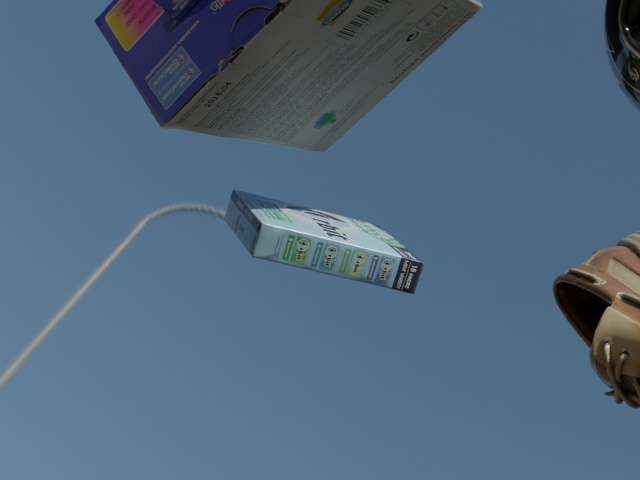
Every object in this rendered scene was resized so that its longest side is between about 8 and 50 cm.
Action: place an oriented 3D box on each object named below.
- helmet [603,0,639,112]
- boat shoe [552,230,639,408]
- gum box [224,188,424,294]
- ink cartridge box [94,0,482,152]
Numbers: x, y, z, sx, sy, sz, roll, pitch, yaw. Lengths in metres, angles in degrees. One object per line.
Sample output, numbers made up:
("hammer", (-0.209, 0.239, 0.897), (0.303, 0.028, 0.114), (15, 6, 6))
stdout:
("helmet", (0.263, -0.145, 0.737), (0.169, 0.169, 0.162), (12, -73, 30))
("boat shoe", (0.283, 0.100, 0.935), (0.116, 0.324, 0.123), (-16, -68, -2))
("gum box", (0.000, 0.000, 1.239), (0.184, 0.041, 0.157), (13, 11, -19))
("ink cartridge box", (-0.034, -0.238, 1.152), (0.270, 0.395, 0.151), (-41, -107, 22))
